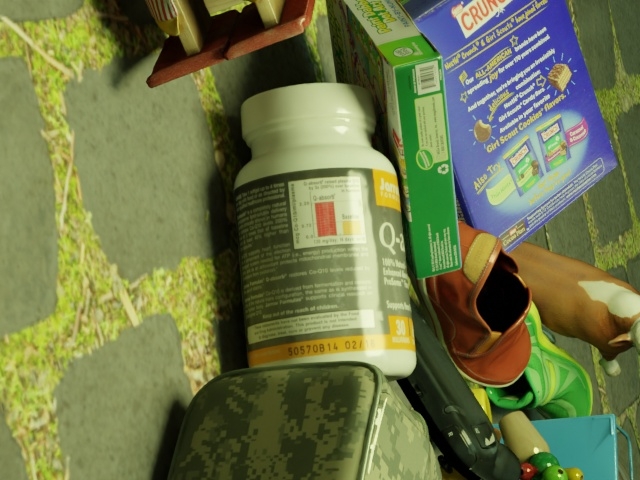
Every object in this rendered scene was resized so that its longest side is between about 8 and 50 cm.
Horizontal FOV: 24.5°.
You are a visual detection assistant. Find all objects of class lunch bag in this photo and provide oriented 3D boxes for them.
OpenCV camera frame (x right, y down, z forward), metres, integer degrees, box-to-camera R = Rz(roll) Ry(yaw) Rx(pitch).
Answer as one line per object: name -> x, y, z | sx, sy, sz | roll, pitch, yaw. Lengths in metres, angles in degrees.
lunch bag -> -0.003, 0.291, 1.258 | 0.256, 0.212, 0.305 | 50, 40, -43

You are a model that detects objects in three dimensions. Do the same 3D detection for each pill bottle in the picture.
pill bottle -> 0.000, 0.000, 1.414 | 0.162, 0.162, 0.278 | 11, 71, -61

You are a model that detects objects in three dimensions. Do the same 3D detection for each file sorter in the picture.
file sorter -> 0.310, 0.299, 1.894 | 0.104, 0.170, 0.118 | 38, 49, -55

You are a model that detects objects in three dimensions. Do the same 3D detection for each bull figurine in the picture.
bull figurine -> 0.354, 0.096, 1.940 | 0.101, 0.310, 0.188 | -49, 147, -14

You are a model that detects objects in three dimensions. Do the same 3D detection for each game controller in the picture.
game controller -> 0.101, 0.127, 1.534 | 0.319, 0.067, 0.166 | 59, 4, 34

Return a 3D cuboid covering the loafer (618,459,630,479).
loafer -> 0.363, 0.446, 1.982 | 0.130, 0.134, 0.366 | -12, 92, -63

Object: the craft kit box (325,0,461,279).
craft kit box -> 0.071, -0.129, 1.512 | 0.246, 0.061, 0.250 | -113, -168, -55

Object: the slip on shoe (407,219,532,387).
slip on shoe -> 0.193, 0.083, 1.687 | 0.123, 0.101, 0.331 | -63, 149, -21

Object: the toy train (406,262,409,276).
toy train -> 0.090, -0.022, 1.687 | 0.166, 0.046, 0.125 | 78, 19, -87

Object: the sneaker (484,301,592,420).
sneaker -> 0.263, 0.177, 1.940 | 0.295, 0.109, 0.123 | 47, 56, -41

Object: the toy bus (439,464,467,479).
toy bus -> 0.096, 0.366, 1.481 | 0.211, 0.149, 0.220 | -52, 127, -58

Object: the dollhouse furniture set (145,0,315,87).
dollhouse furniture set -> -0.101, -0.311, 1.387 | 0.374, 0.152, 0.201 | -81, 151, -65

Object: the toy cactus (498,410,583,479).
toy cactus -> 0.255, 0.290, 1.736 | 0.180, 0.112, 0.219 | 65, 6, 31

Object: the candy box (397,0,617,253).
candy box -> 0.204, -0.172, 1.806 | 0.268, 0.122, 0.317 | -35, 115, -32

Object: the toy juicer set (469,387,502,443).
toy juicer set -> 0.182, 0.352, 1.738 | 0.209, 0.089, 0.329 | 58, 24, -59
